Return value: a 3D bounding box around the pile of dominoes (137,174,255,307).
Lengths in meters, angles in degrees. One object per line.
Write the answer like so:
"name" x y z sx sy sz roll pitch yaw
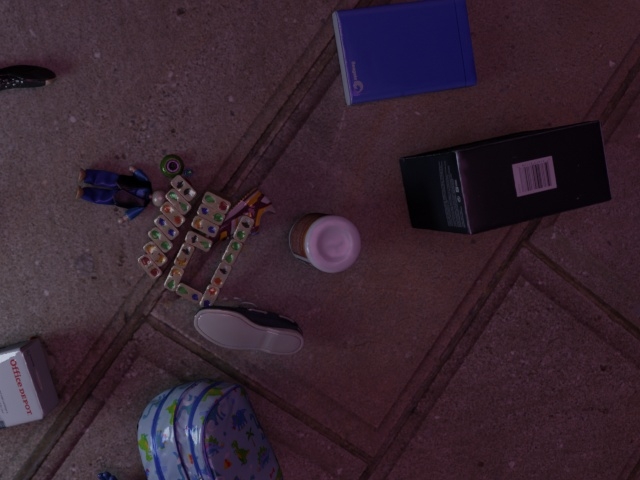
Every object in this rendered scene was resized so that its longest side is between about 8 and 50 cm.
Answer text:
"pile of dominoes" -0.272 0.008 1.559 0.196 0.040 0.251 27 105 -3

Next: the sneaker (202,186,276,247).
"sneaker" -0.181 -0.029 1.615 0.185 0.069 0.084 -45 98 -7

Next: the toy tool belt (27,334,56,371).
"toy tool belt" -0.595 0.243 1.532 0.051 0.052 0.083 -24 97 32

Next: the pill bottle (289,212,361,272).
"pill bottle" 0.000 0.000 1.591 0.121 0.216 0.121 -1 95 -16

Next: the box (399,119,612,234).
"box" 0.401 -0.140 1.641 0.343 0.312 0.178 -13 98 -13

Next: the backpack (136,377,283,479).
"backpack" -0.230 0.465 1.541 0.355 0.273 0.290 58 35 4

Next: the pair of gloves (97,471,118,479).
"pair of gloves" -0.399 0.566 1.562 0.023 0.198 0.159 -39 128 -48

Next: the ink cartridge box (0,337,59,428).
"ink cartridge box" -0.652 0.297 1.470 0.209 0.087 0.153 -14 98 6

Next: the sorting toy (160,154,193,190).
"sorting toy" -0.305 -0.139 1.587 0.061 0.042 0.101 -24 100 -12

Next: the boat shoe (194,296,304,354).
"boat shoe" -0.157 0.185 1.625 0.255 0.079 0.095 12 118 -20

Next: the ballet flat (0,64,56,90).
"ballet flat" -0.626 -0.323 1.492 0.173 0.057 0.049 -8 137 -14

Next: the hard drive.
"hard drive" 0.199 -0.442 1.704 0.319 0.040 0.210 -11 97 -14

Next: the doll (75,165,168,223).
"doll" -0.418 -0.099 1.557 0.189 0.046 0.129 8 83 -22
